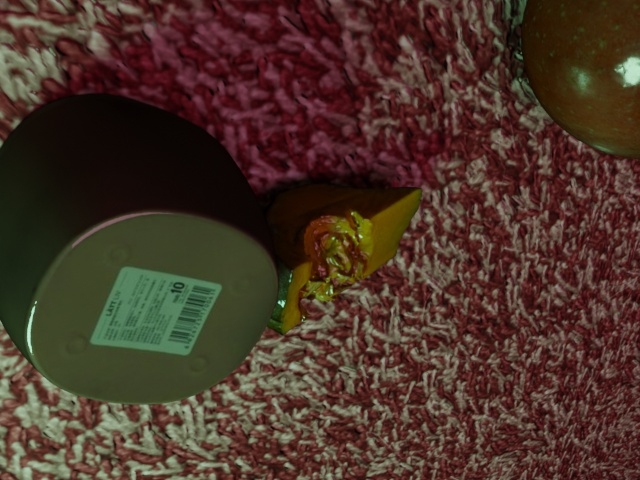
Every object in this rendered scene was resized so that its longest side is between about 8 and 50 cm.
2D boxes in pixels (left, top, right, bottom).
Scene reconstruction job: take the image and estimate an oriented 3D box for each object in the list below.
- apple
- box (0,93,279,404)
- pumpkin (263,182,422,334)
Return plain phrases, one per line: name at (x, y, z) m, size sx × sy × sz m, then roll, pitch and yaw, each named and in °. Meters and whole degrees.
apple at (0.425, -0.270, 0.868) m, size 0.349 × 0.277 × 0.348 m, roll -17°, pitch 127°, yaw -24°
box at (-0.191, 0.020, 0.743) m, size 0.301 × 0.216 × 0.301 m, roll -17°, pitch 128°, yaw -22°
pumpkin at (0.002, -0.003, 0.908) m, size 0.248 × 0.126 × 0.131 m, roll -27°, pitch 138°, yaw -34°
